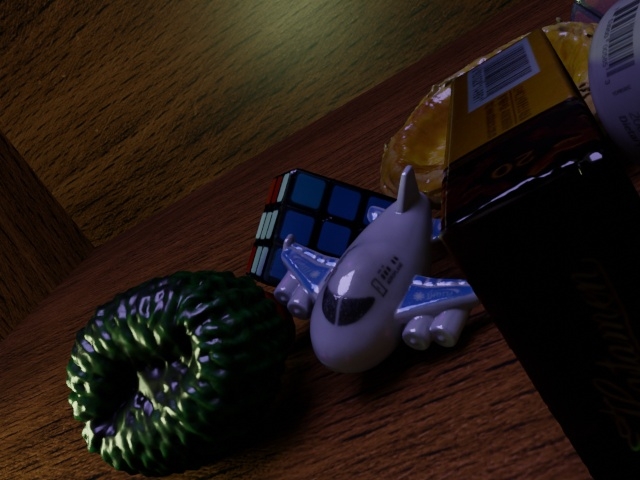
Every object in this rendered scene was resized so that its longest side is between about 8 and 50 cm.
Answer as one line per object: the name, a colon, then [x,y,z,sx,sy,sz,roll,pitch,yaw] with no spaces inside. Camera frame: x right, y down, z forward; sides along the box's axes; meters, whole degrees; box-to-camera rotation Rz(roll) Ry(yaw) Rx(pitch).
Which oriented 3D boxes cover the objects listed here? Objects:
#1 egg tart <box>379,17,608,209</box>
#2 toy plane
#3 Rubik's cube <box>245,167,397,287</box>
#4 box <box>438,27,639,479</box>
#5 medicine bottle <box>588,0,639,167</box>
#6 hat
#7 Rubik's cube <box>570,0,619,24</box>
egg tart: [0.268,-0.151,1.103,0.388,0.169,0.388,-34,21,15]
toy plane: [0.069,0.040,0.923,0.267,0.122,0.266,-11,47,12]
Rubik's cube: [0.000,0.000,1.084,0.163,0.161,0.162,-176,102,-77]
box: [0.214,-0.007,0.648,0.116,0.264,0.415,-28,16,20]
medicine bottle: [0.327,-0.143,0.495,0.157,0.157,0.289,-42,9,-24]
hat: [-0.138,0.158,1.015,0.274,0.242,0.332,-20,-5,24]
Rubik's cube: [0.484,-0.303,1.159,0.233,0.228,0.228,99,172,-63]
